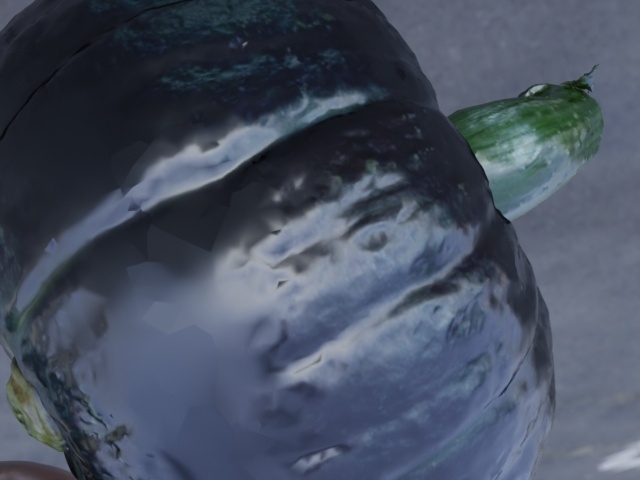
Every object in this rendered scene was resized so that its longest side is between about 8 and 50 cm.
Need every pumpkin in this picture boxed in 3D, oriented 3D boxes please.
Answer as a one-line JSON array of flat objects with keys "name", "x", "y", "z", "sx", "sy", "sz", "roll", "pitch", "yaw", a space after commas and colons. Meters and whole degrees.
[{"name": "pumpkin", "x": 0.000, "y": 0.000, "z": 0.586, "sx": 0.248, "sy": 0.248, "sz": 0.248, "roll": -13, "pitch": 158, "yaw": -5}]

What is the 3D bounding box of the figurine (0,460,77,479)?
[{"name": "figurine", "x": -0.148, "y": 0.285, "z": 0.663, "sx": 0.276, "sy": 0.388, "sz": 0.248, "roll": 5, "pitch": 120, "yaw": -45}]
